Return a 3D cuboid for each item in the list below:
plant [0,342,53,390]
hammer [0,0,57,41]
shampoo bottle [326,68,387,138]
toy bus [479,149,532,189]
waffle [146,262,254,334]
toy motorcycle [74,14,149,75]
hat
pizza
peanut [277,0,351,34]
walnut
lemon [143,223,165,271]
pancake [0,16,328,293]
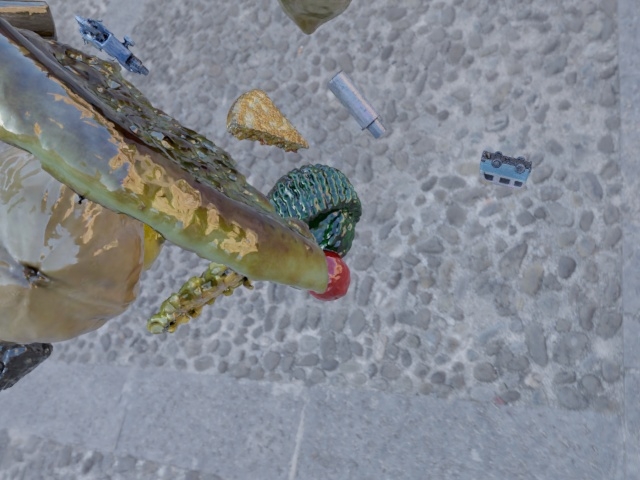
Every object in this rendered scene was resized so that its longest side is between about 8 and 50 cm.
[{"bbox_3d":[-0.752,0.259,1.334,0.233,0.178,0.204,-31,9,-2],"label":"plant"},{"bbox_3d":[-0.563,-0.310,0.806,0.095,0.408,0.243,34,124,32],"label":"hammer"},{"bbox_3d":[0.107,-0.384,1.668,0.072,0.214,0.072,-40,9,7],"label":"shampoo bottle"},{"bbox_3d":[0.456,-0.175,1.456,0.122,0.075,0.060,16,35,12],"label":"toy bus"},{"bbox_3d":[-0.197,0.091,1.098,0.262,0.280,0.060,-35,84,36],"label":"waffle"},{"bbox_3d":[-0.587,-0.545,1.629,0.135,0.254,0.092,36,89,42],"label":"toy motorcycle"},{"bbox_3d":[0.000,0.000,1.438,0.274,0.242,0.332,-51,51,37],"label":"hat"},{"bbox_3d":[-0.117,-0.253,1.333,0.062,0.198,0.188,-52,7,42],"label":"pizza"},{"bbox_3d":[0.005,-0.361,0.633,0.120,0.298,0.136,12,53,-5],"label":"peanut"},{"bbox_3d":[-0.459,-0.001,0.973,0.380,0.381,0.382,-13,61,24],"label":"walnut"},{"bbox_3d":[-0.534,-0.026,1.470,0.283,0.260,0.261,-10,61,28],"label":"lemon"},{"bbox_3d":[-0.158,-0.098,0.512,0.426,0.305,0.067,39,105,9],"label":"pancake"}]
